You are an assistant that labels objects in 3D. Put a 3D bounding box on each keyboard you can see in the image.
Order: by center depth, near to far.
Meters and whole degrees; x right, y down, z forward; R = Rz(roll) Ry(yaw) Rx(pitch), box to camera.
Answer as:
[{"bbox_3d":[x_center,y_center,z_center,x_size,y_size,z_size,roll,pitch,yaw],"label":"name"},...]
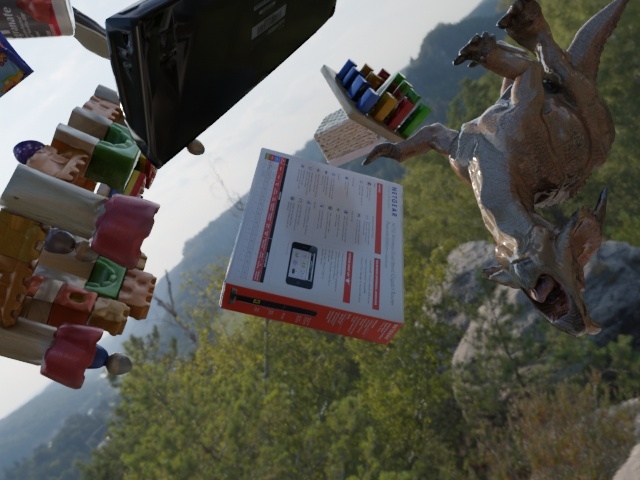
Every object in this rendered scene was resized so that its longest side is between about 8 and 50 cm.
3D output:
[{"bbox_3d":[-0.046,-0.208,0.387,0.317,0.033,0.202,-57,-12,-40],"label":"keyboard"}]

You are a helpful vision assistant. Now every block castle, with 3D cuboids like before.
[{"bbox_3d":[-0.324,-0.026,0.790,0.303,0.212,0.453,-59,22,22],"label":"block castle"}]

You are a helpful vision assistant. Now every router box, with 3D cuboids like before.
[{"bbox_3d":[0.000,0.000,0.947,0.082,0.301,0.336,113,169,-49],"label":"router box"}]

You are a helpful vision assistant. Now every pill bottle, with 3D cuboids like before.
[{"bbox_3d":[-0.676,-0.488,1.019,0.318,0.176,0.176,-11,-4,-17],"label":"pill bottle"}]

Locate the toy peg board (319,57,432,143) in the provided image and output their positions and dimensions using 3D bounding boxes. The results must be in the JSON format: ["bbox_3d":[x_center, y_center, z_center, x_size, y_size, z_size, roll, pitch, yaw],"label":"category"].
[{"bbox_3d":[0.102,-0.253,0.886,0.079,0.160,0.161,-49,42,26],"label":"toy peg board"}]

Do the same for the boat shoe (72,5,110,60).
[{"bbox_3d":[-0.800,-0.722,1.696,0.112,0.335,0.096,-14,64,39],"label":"boat shoe"}]

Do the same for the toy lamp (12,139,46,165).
[{"bbox_3d":[-0.574,-0.089,1.046,0.080,0.275,0.080,-21,-28,-12],"label":"toy lamp"}]

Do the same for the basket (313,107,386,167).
[{"bbox_3d":[0.078,-0.273,1.280,0.167,0.103,0.113,-18,33,39],"label":"basket"}]

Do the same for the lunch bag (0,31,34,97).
[{"bbox_3d":[-0.672,-0.340,0.838,0.221,0.293,0.138,-40,-6,-4],"label":"lunch bag"}]

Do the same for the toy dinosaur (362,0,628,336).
[{"bbox_3d":[0.179,-0.069,0.408,0.295,0.200,0.127,-44,-3,-23],"label":"toy dinosaur"}]

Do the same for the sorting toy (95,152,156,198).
[{"bbox_3d":[-0.504,-0.170,1.383,0.257,0.089,0.256,139,150,-62],"label":"sorting toy"}]
